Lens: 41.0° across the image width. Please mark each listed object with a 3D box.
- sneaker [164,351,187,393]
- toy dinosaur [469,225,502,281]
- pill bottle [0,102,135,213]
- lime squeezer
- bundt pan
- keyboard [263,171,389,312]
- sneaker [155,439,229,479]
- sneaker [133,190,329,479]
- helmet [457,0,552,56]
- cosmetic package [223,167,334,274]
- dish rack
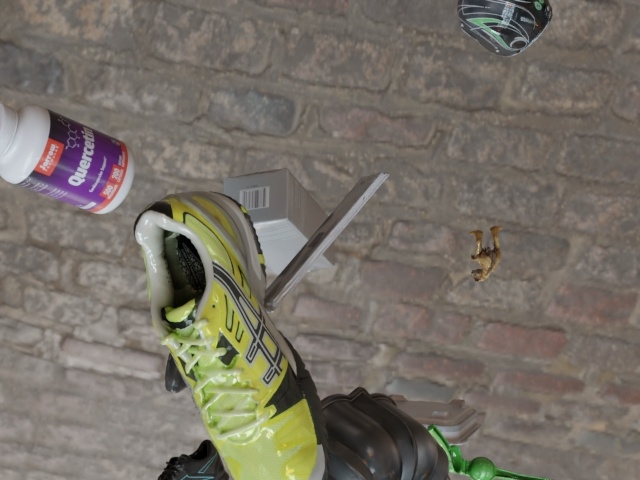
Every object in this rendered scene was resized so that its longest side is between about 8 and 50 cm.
[{"bbox_3d":[-0.235,0.241,1.890,0.130,0.286,0.109,22,130,20],"label":"sneaker"},{"bbox_3d":[0.323,0.029,1.622,0.064,0.112,0.211,-6,167,4],"label":"toy dinosaur"},{"bbox_3d":[-0.588,-0.187,1.908,0.181,0.181,0.323,-34,142,31],"label":"pill bottle"},{"bbox_3d":[0.317,0.441,1.721,0.310,0.059,0.110,28,126,-17],"label":"lime squeezer"},{"bbox_3d":[0.058,0.370,1.130,0.124,0.331,0.331,15,147,45],"label":"bundt pan"},{"bbox_3d":[0.000,0.000,1.155,0.014,0.256,0.072,45,160,-13],"label":"keyboard"},{"bbox_3d":[-0.302,0.493,1.718,0.101,0.267,0.106,0,105,40],"label":"sneaker"},{"bbox_3d":[-0.114,0.128,0.944,0.145,0.385,0.147,-29,167,24],"label":"sneaker"},{"bbox_3d":[0.358,-0.464,1.697,0.161,0.169,0.169,34,127,-19],"label":"helmet"},{"bbox_3d":[-0.069,-0.027,1.515,0.127,0.107,0.238,-8,158,17],"label":"cosmetic package"},{"bbox_3d":[0.233,0.428,2.076,0.285,0.072,0.333,0,176,20],"label":"dish rack"}]
